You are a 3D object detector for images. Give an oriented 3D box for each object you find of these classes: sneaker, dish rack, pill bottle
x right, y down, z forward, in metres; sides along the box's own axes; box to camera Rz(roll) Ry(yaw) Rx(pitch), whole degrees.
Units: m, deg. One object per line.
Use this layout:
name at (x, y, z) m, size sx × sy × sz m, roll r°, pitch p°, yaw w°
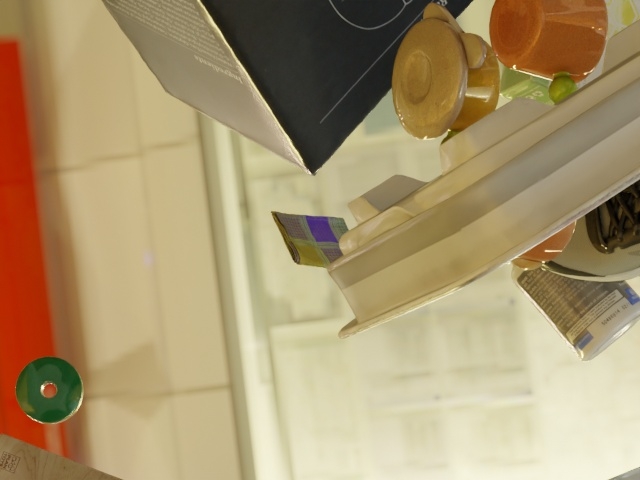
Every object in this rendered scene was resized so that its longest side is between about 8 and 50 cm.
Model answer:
sneaker at (0.284, -0.034, 1.625) m, size 0.271 × 0.100 × 0.108 m, roll -14°, pitch 164°, yaw 30°
dish rack at (0.155, -0.068, 1.108) m, size 0.332 × 0.072 × 0.285 m, roll -33°, pitch -179°, yaw -19°
pill bottle at (0.220, 0.034, 1.790) m, size 0.078 × 0.137 × 0.078 m, roll -38°, pitch 168°, yaw -10°

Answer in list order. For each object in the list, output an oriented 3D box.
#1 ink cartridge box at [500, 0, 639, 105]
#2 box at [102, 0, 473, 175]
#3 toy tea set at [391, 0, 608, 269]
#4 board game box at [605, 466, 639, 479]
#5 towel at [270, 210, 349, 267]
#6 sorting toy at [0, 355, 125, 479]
ink cartridge box at (0.273, -0.166, 1.767) m, size 0.235 × 0.171 × 0.056 m, roll 22°, pitch 156°, yaw -26°
box at (-0.050, -0.305, 1.581) m, size 0.212 × 0.293 × 0.395 m, roll 30°, pitch 161°, yaw 42°
toy tea set at (0.152, -0.150, 1.376) m, size 0.124 × 0.336 × 0.200 m, roll 2°, pitch -166°, yaw -32°
board game box at (0.402, 0.380, 1.849) m, size 0.390 × 0.390 × 0.050 m, roll -16°, pitch 167°, yaw -31°
towel at (0.000, 0.000, 1.664) m, size 0.083 × 0.060 × 0.009 m, roll 7°, pitch 132°, yaw -38°
sorting toy at (-0.186, 0.226, 1.373) m, size 0.132 × 0.275 × 0.046 m, roll 21°, pitch 171°, yaw -2°
